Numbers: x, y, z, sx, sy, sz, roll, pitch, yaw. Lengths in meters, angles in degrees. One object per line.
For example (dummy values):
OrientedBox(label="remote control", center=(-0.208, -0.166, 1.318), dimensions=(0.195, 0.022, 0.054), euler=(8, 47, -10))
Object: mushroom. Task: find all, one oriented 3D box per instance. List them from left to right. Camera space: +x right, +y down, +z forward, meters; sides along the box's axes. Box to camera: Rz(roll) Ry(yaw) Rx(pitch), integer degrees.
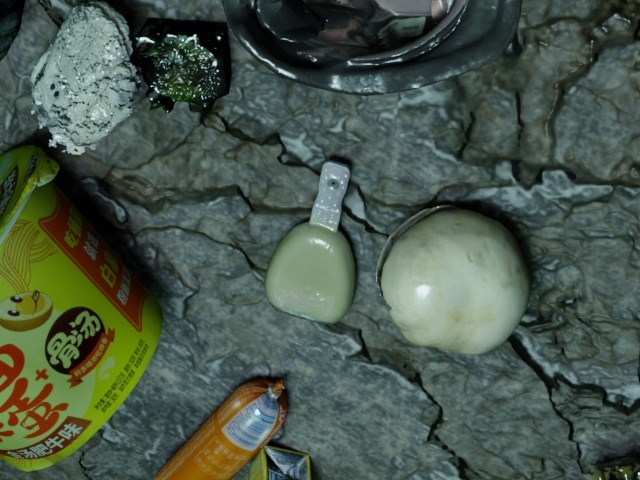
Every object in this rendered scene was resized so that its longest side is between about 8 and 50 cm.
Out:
OrientedBox(label="mushroom", center=(0.131, 0.041, 1.424), dimensions=(0.154, 0.122, 0.154), euler=(-3, 101, -17))

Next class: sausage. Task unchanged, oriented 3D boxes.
OrientedBox(label="sausage", center=(-0.106, 0.230, 1.643), dimensions=(0.071, 0.071, 0.234), euler=(37, 126, -8))

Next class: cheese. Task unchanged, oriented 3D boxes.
OrientedBox(label="cheese", center=(0.000, 0.000, 1.480), dimensions=(0.097, 0.037, 0.192), euler=(17, 126, 5))

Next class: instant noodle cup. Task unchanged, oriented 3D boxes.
OrientedBox(label="instant noodle cup", center=(-0.319, 0.082, 1.497), dimensions=(0.311, 0.311, 0.221), euler=(-31, 119, 31))

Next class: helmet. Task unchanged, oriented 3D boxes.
OrientedBox(label="helmet", center=(0.039, -0.229, 1.254), dimensions=(0.253, 0.154, 0.198), euler=(-3, 102, -2))

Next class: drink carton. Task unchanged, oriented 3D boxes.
OrientedBox(label="drink carton", center=(-0.076, 0.330, 1.694), dimensions=(0.074, 0.084, 0.200), euler=(15, 128, -21))

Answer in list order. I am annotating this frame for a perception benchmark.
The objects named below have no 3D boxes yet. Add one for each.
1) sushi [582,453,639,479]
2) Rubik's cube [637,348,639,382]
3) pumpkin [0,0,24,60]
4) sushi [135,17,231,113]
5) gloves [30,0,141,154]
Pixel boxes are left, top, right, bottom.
OrientedBox(label="sushi", center=(0.352, 0.266, 1.505), dimensions=(0.226, 0.097, 0.103), euler=(-15, 113, 23))
OrientedBox(label="Rubik's cube", center=(0.492, 0.095, 1.204), dimensions=(0.344, 0.344, 0.337), euler=(-20, 114, 29))
OrientedBox(label="pumpkin", center=(-0.383, -0.239, 1.383), dimensions=(0.202, 0.140, 0.202), euler=(8, 127, 11))
OrientedBox(label="sushi", center=(-0.130, -0.169, 1.403), dimensions=(0.083, 0.056, 0.084), euler=(-1, 118, 7))
OrientedBox(label="gloves", center=(-0.229, -0.158, 1.407), dimensions=(0.153, 0.070, 0.114), euler=(-48, 62, 39))
